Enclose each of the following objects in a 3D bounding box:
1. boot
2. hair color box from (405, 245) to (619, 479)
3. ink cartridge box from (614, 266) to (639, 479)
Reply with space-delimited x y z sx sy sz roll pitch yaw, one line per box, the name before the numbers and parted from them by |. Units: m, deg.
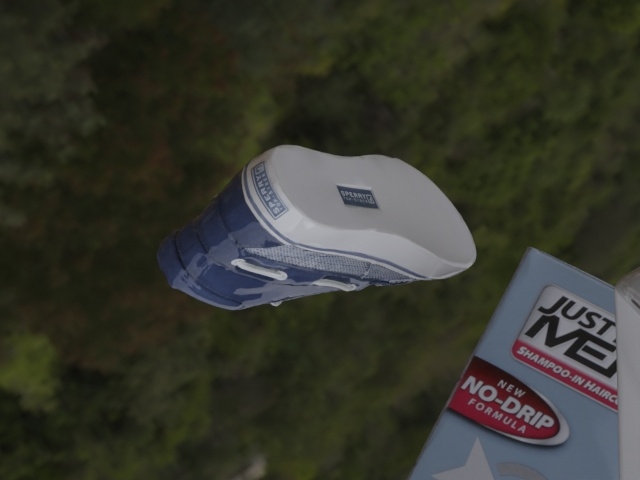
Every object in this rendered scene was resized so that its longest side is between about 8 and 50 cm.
boot | 0.000 0.000 1.008 0.086 0.069 0.190 -34 152 27
hair color box | 0.068 0.205 1.008 0.374 0.114 0.185 -62 172 -9
ink cartridge box | 0.201 0.174 0.669 0.066 0.261 0.296 -27 139 -15
